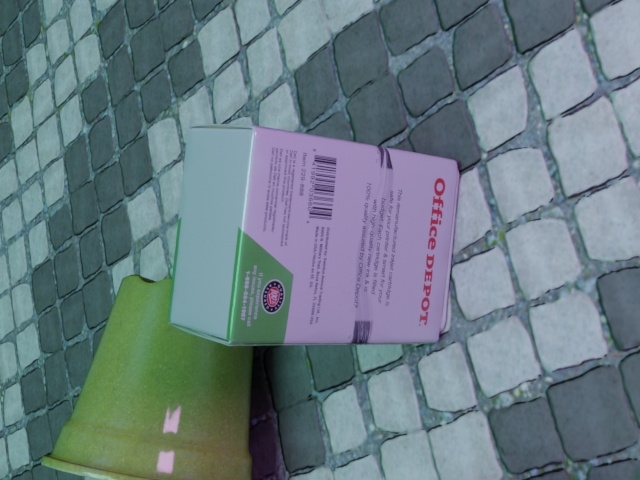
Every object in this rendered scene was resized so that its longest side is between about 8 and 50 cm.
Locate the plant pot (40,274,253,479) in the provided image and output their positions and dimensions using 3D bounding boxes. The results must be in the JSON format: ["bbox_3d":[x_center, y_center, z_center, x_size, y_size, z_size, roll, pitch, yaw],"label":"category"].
[{"bbox_3d":[-0.193,0.185,1.296,0.276,0.276,0.254,-1,74,47],"label":"plant pot"}]

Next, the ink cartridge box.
[{"bbox_3d":[0.000,0.000,1.063,0.121,0.289,0.211,8,92,50],"label":"ink cartridge box"}]
